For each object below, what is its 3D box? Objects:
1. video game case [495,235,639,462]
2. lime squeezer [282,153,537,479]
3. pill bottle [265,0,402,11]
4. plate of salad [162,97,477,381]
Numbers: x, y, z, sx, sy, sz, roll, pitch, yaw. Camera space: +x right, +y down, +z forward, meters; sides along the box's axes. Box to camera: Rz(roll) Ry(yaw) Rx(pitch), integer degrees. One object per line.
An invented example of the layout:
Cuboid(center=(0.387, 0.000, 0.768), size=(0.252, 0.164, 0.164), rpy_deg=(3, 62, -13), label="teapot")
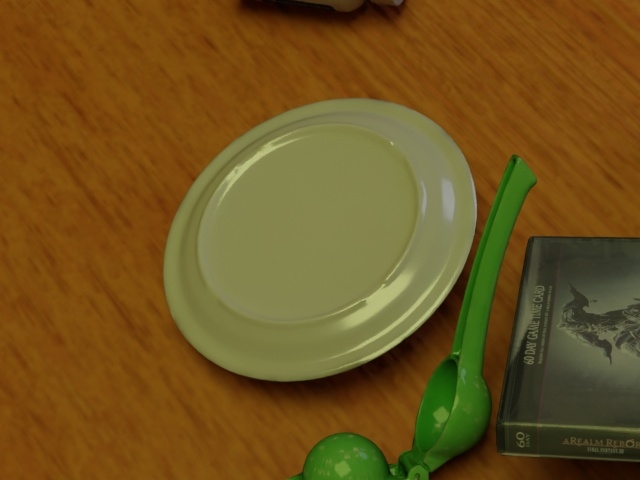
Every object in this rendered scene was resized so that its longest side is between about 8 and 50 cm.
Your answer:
Cuboid(center=(0.238, 0.054, 0.791), size=(0.274, 0.026, 0.196), rpy_deg=(2, 29, 12), label="video game case")
Cuboid(center=(0.023, 0.097, 0.823), size=(0.310, 0.110, 0.059), rpy_deg=(-39, 30, 1), label="lime squeezer")
Cuboid(center=(-0.002, -0.189, 1.014), size=(0.120, 0.067, 0.067), rpy_deg=(11, 63, 17), label="pill bottle")
Cuboid(center=(0.000, 0.000, 0.916), size=(0.200, 0.048, 0.199), rpy_deg=(-12, 54, 16), label="plate of salad")
